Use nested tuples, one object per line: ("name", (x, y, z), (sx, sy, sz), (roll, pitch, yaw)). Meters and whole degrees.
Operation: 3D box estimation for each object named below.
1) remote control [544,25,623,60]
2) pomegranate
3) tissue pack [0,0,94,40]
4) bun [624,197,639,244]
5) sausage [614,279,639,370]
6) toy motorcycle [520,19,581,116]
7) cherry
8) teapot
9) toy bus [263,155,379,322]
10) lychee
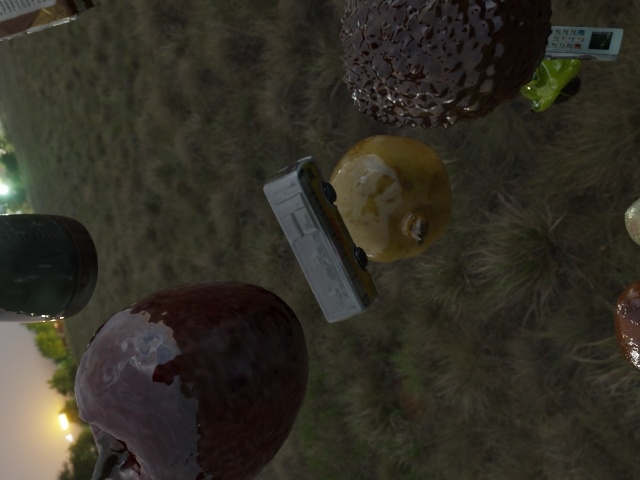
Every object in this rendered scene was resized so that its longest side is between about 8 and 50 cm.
("remote control", (0.392, -0.316, 0.932), (0.166, 0.065, 0.029), (12, 151, 25))
("pomegranate", (0.178, -0.094, 1.429), (0.342, 0.342, 0.343), (40, 139, 47))
("tissue pack", (-0.487, -0.444, 0.900), (0.092, 0.183, 0.226), (-76, -27, -55))
("bun", (0.751, -0.063, 1.161), (0.153, 0.243, 0.244), (60, 151, 10))
("sausage", (0.763, 0.205, 1.328), (0.141, 0.153, 0.268), (46, 168, 50))
("toy motorcycle", (0.456, -0.391, 1.245), (0.206, 0.342, 0.142), (38, 123, -13))
("cherry", (-0.124, 0.153, 0.615), (0.202, 0.300, 0.231), (10, 120, 39))
("teapot", (-0.677, 0.029, 1.186), (0.315, 0.312, 0.233), (41, 105, 22))
("toy bus", (0.000, 0.000, 0.949), (0.092, 0.106, 0.268), (-23, 96, 25))
("lychee", (0.132, -0.237, 0.648), (0.271, 0.235, 0.236), (-32, 77, 62))
